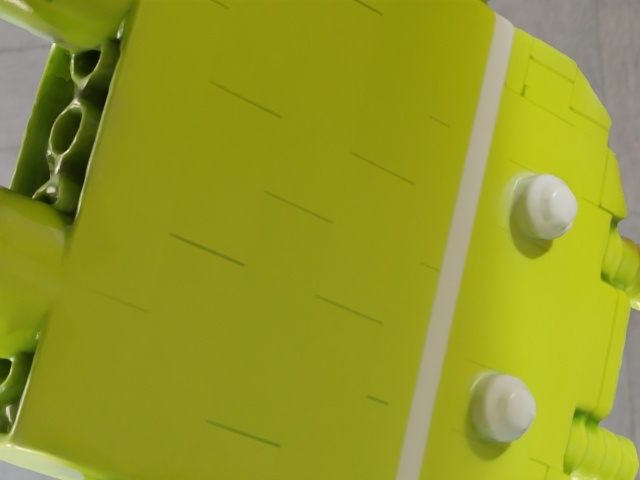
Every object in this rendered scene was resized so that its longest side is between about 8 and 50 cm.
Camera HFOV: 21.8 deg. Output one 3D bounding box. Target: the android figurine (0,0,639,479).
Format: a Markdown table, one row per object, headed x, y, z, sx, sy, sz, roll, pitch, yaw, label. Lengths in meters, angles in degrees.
| x | y | z | sx | sy | sz | roll | pitch | yaw | label |
| --- | --- | --- | --- | --- | --- | --- | --- | --- | --- |
| 0.000 | 0.000 | 0.464 | 0.273 | 0.248 | 0.056 | 26 | 161 | -34 | android figurine |
